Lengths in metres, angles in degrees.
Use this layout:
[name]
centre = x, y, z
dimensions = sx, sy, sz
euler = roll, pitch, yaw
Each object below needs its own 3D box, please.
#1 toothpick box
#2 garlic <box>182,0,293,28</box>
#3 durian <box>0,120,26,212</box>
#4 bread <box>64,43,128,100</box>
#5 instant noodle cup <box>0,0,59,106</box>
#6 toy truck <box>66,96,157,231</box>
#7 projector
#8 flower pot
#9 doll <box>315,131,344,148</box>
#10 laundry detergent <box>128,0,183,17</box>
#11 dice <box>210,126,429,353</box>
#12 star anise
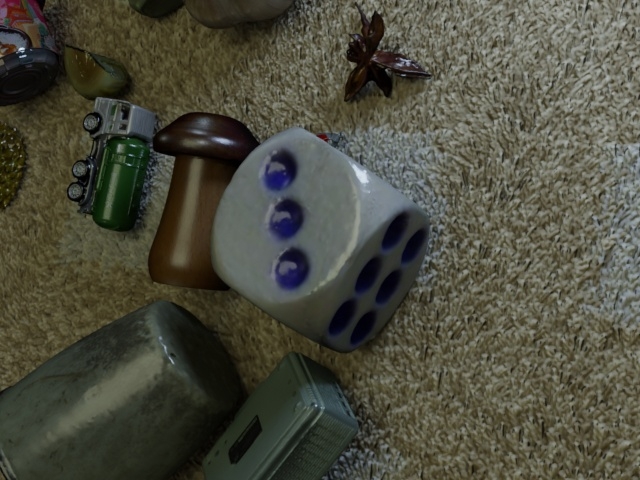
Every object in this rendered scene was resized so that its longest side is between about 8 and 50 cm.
[toothpick box]
centre = -0.199, -0.068, 1.620
dimensions = 0.192, 0.192, 0.294
euler = 7, 88, 31
[garlic]
centre = -0.145, -0.519, 1.644
dimensions = 0.322, 0.241, 0.321
euler = 13, 108, 47
[durian]
centre = -0.688, -0.170, 1.977
dimensions = 0.132, 0.165, 0.182
euler = 129, 157, -57
[bread]
centre = -0.437, -0.318, 1.863
dimensions = 0.157, 0.083, 0.094
euler = 18, 92, 33
[instant noodle cup]
centre = -0.636, -0.384, 1.915
dimensions = 0.181, 0.258, 0.302
euler = 60, 155, 10
[toy truck]
centre = -0.381, -0.140, 1.786
dimensions = 0.125, 0.101, 0.242
euler = 9, 87, 26
[projector]
centre = -0.072, 0.314, 1.466
dimensions = 0.256, 0.099, 0.192
euler = -53, 23, 9
[flower pot]
centre = -0.318, 0.278, 1.568
dimensions = 0.330, 0.293, 0.293
euler = -35, 65, 11
[doll]
centre = -0.002, -0.155, 1.607
dimensions = 0.114, 0.039, 0.057
euler = -20, 41, 36
[laundry detergent]
centre = -0.324, -0.566, 1.845
dimensions = 0.181, 0.091, 0.253
euler = -33, 66, 26
[dice]
centre = 0.000, 0.000, 1.459
dimensions = 0.251, 0.243, 0.259
euler = 34, 95, 31
[star anise]
centre = 0.094, -0.317, 1.583
dimensions = 0.158, 0.144, 0.140
euler = -20, 115, 32
